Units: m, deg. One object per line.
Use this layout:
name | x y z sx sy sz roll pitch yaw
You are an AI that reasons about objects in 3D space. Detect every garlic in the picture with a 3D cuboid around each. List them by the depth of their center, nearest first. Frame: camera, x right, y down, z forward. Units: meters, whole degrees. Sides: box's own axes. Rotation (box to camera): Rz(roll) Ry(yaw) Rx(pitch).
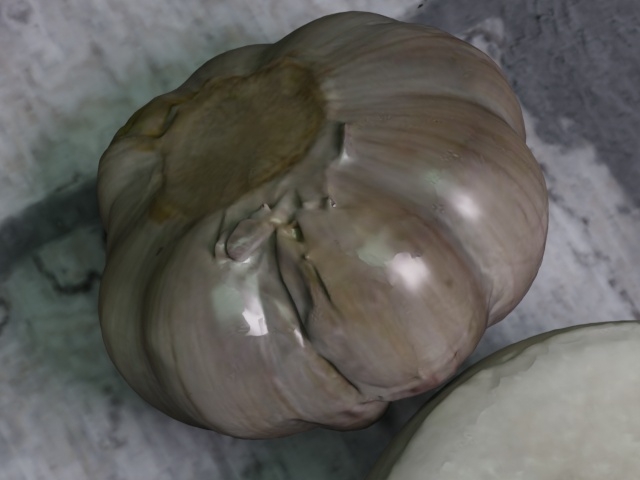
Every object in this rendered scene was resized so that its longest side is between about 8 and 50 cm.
garlic | 0.003 -0.003 0.885 0.228 0.152 0.228 -18 38 15

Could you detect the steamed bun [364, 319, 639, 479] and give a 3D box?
steamed bun | 0.139 0.181 0.839 0.283 0.177 0.283 1 64 -2
